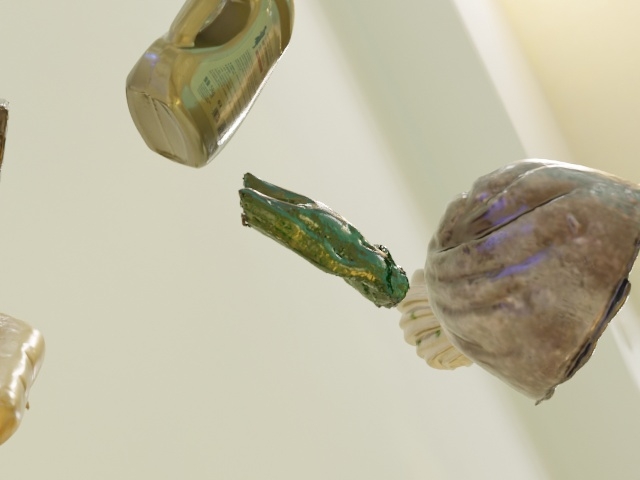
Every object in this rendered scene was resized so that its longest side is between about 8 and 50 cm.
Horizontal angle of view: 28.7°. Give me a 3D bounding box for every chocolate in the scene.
[{"bbox_3d":[0.239,0.018,1.485,0.213,0.303,0.303,26,-154,2],"label":"chocolate"}]

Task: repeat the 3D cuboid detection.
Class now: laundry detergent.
[{"bbox_3d":[-0.103,-0.212,1.328,0.253,0.091,0.181,-58,-23,-22],"label":"laundry detergent"}]

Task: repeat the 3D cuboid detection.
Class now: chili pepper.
[{"bbox_3d":[0.001,-0.002,1.246,0.224,0.061,0.098,36,-167,-28],"label":"chili pepper"}]

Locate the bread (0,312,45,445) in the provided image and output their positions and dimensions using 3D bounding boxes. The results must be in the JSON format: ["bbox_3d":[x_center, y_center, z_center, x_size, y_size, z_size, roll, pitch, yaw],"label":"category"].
[{"bbox_3d":[-0.370,0.148,1.308,0.142,0.091,0.305,20,-172,-8],"label":"bread"}]

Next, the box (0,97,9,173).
[{"bbox_3d":[-0.570,-0.063,1.822,0.084,0.198,0.310,-129,47,-72],"label":"box"}]

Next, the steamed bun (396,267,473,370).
[{"bbox_3d":[0.186,0.112,1.872,0.106,0.183,0.182,-9,-107,-36],"label":"steamed bun"}]
